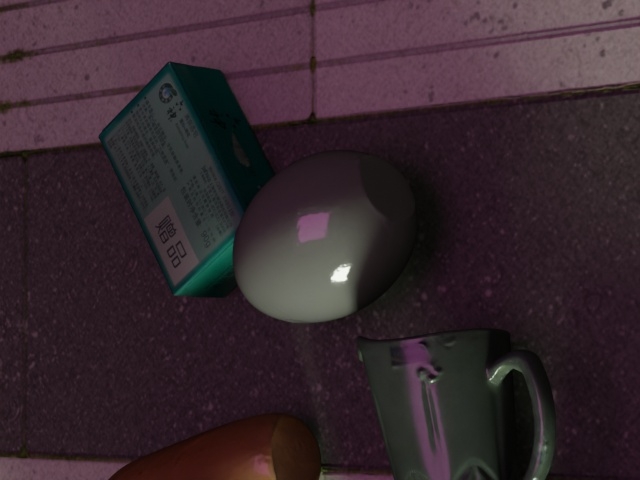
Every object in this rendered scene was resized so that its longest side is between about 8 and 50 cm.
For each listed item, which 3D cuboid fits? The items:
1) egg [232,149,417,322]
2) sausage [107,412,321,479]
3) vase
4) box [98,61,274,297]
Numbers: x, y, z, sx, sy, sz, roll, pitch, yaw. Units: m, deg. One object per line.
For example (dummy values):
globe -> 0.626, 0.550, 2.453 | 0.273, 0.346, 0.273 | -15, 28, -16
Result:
egg -> 0.000, 0.000, 2.039 | 0.232, 0.176, 0.176 | -34, 67, 42
sausage -> -0.138, 0.287, 2.172 | 0.304, 0.121, 0.121 | -23, 73, 36
vase -> 0.146, 0.228, 1.905 | 0.251, 0.156, 0.301 | -21, 71, 44
box -> -0.147, -0.072, 2.219 | 0.153, 0.092, 0.245 | -41, 62, 31
